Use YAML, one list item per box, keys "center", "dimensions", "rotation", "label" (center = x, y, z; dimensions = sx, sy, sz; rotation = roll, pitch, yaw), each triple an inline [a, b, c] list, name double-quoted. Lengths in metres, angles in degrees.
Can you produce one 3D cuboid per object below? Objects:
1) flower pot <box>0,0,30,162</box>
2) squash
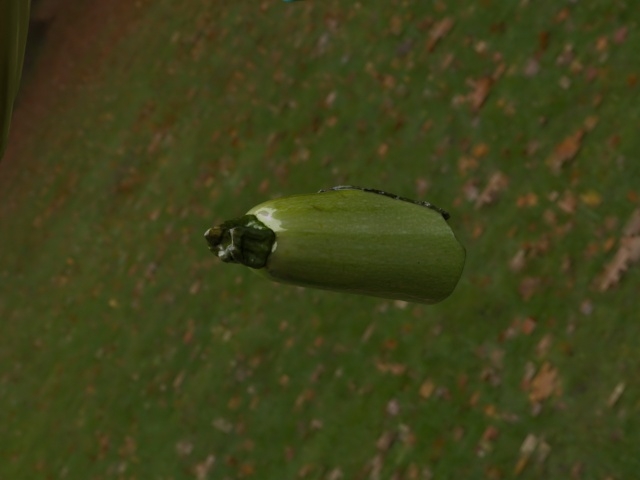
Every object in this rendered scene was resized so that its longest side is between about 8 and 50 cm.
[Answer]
- center: [-0.197, -0.123, 0.597]
  dimensions: [0.179, 0.195, 0.195]
  rotation: [118, 173, -49]
  label: "flower pot"
- center: [0.001, -0.003, 1.101]
  dimensions: [0.090, 0.200, 0.075]
  rotation: [-23, 63, 55]
  label: "squash"
